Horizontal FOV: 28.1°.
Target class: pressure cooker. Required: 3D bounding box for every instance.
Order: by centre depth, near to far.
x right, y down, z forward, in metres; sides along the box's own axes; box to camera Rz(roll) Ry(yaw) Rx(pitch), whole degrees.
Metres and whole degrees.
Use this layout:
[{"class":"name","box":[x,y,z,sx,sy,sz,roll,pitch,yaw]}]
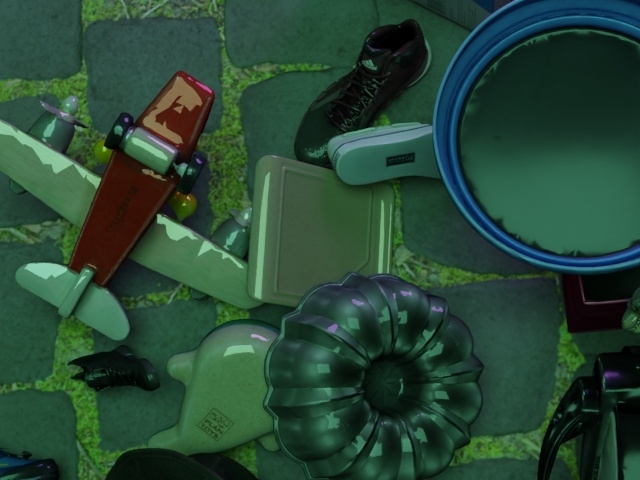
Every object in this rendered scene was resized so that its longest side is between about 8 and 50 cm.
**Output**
[{"class":"pressure cooker","box":[0.497,0.311,1.676,0.420,0.375,0.370,-1,80,5]}]

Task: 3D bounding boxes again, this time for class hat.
[{"class":"hat","box":[-0.147,0.400,1.835,0.331,0.331,0.134,33,40,13]}]

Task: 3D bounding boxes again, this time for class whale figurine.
[{"class":"whale figurine","box":[-0.138,0.234,1.904,0.216,0.141,0.272,37,107,-10]}]

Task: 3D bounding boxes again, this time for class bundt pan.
[{"class":"bundt pan","box":[0.092,0.203,1.805,0.330,0.124,0.331,2,85,-21]}]

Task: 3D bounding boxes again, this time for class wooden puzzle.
[{"class":"wooden puzzle","box":[0.000,0.000,1.927,0.238,0.044,0.221,11,75,-29]}]

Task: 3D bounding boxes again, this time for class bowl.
[{"class":"bowl","box":[0.343,-0.141,1.686,0.391,0.077,0.391,-2,76,6]}]

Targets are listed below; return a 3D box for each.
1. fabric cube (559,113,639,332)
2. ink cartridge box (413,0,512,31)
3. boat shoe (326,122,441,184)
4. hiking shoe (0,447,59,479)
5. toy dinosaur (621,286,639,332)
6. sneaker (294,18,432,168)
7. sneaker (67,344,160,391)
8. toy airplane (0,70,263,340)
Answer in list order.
[{"class":"fabric cube","box":[0.469,-0.021,1.815,0.254,0.258,0.259,-7,77,6]},{"class":"ink cartridge box","box":[0.158,-0.467,1.970,0.307,0.223,0.129,29,81,12]},{"class":"boat shoe","box":[0.136,-0.147,1.959,0.258,0.095,0.084,-3,33,-18]},{"class":"hiking shoe","box":[-0.542,0.325,1.924,0.303,0.113,0.132,-1,78,6]},{"class":"toy dinosaur","box":[0.500,0.047,1.613,0.268,0.064,0.118,-39,83,-23]},{"class":"sneaker","box":[0.055,-0.239,1.960,0.106,0.162,0.281,40,84,13]},{"class":"sneaker","box":[-0.312,0.203,1.924,0.089,0.170,0.051,-24,115,-24]},{"class":"toy airplane","box":[-0.288,-0.049,1.934,0.384,0.272,0.386,-12,112,14]}]
